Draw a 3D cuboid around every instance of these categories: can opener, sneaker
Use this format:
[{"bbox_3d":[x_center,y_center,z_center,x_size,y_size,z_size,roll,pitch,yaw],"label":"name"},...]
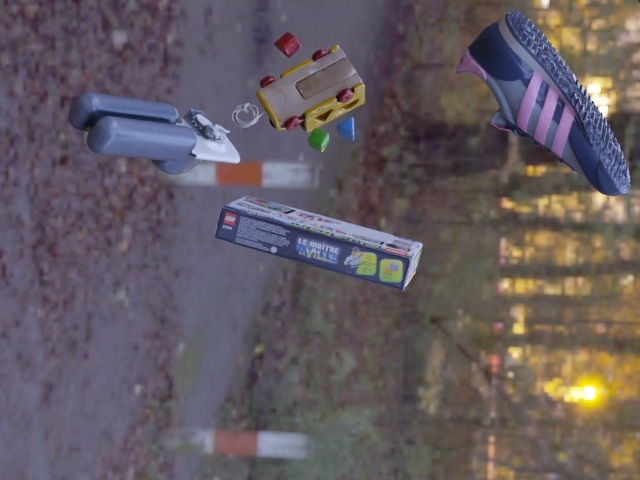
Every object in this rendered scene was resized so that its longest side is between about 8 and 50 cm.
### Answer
[{"bbox_3d":[-0.186,-0.112,1.486,0.093,0.074,0.280,-48,160,16],"label":"can opener"},{"bbox_3d":[0.331,-0.182,1.929,0.319,0.131,0.112,54,32,-5],"label":"sneaker"}]

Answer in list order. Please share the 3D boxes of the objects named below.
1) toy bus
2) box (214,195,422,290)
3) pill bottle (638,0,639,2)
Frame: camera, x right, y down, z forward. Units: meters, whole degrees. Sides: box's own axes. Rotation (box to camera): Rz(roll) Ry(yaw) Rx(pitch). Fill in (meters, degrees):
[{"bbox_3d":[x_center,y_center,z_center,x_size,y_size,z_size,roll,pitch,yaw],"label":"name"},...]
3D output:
[{"bbox_3d":[-0.024,-0.232,2.168,0.104,0.202,0.191,83,23,-69],"label":"toy bus"},{"bbox_3d":[0.000,0.000,1.389,0.114,0.207,0.036,-37,142,-76],"label":"box"},{"bbox_3d":[0.437,-0.371,1.677,0.117,0.117,0.215,78,-15,-58],"label":"pill bottle"}]
